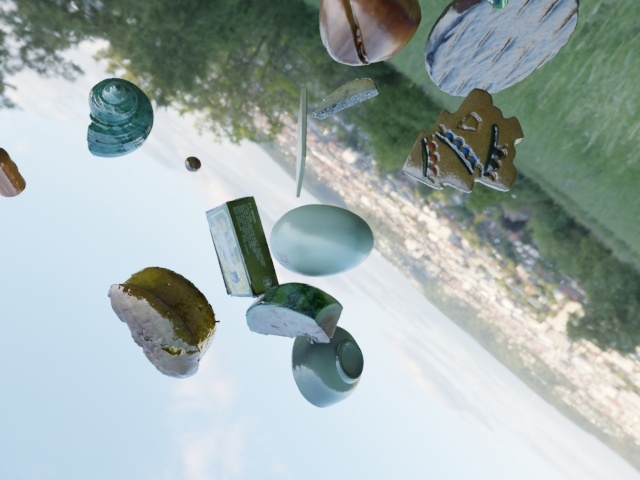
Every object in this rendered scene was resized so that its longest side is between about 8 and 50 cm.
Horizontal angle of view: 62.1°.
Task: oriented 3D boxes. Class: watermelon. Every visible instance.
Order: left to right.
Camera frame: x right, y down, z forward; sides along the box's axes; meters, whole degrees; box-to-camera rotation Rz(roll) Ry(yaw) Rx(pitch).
[{"bbox_3d":[-0.099,0.216,1.613,0.305,0.180,0.224,-2,178,34],"label":"watermelon"}]

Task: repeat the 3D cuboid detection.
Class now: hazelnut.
[{"bbox_3d":[0.074,-0.383,0.892,0.182,0.182,0.182,40,-176,-3],"label":"hazelnut"}]

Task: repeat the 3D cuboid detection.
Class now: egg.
[{"bbox_3d":[0.000,0.000,1.642,0.370,0.230,0.230,-1,153,42],"label":"egg"}]

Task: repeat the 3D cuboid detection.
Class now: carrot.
[{"bbox_3d":[-0.382,-0.229,1.566,0.048,0.048,0.216,38,178,-21],"label":"carrot"}]

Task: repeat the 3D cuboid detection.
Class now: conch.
[{"bbox_3d":[-0.510,-0.316,1.345,0.134,0.196,0.202,12,145,15],"label":"conch"}]

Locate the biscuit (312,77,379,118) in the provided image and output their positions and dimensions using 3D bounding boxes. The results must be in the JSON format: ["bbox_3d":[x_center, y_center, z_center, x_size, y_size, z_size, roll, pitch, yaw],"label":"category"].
[{"bbox_3d":[0.087,-0.508,1.855,0.038,0.289,0.141,46,-135,-33],"label":"biscuit"}]

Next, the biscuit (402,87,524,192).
[{"bbox_3d":[0.349,-0.222,1.326,0.043,0.301,0.278,23,-133,-66],"label":"biscuit"}]

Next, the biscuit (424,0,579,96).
[{"bbox_3d":[0.470,-0.543,1.409,0.407,0.407,0.091,33,-141,-61],"label":"biscuit"}]

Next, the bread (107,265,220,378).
[{"bbox_3d":[-0.393,0.216,1.441,0.340,0.179,0.194,61,-147,-18],"label":"bread"}]

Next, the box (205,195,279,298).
[{"bbox_3d":[-0.349,0.035,2.310,0.373,0.138,0.421,-10,97,63],"label":"box"}]

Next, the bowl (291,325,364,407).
[{"bbox_3d":[0.052,0.403,1.767,0.289,0.146,0.289,24,-122,-43],"label":"bowl"}]

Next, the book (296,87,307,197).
[{"bbox_3d":[-0.063,-0.317,1.727,0.020,0.296,0.208,4,148,-6],"label":"book"}]

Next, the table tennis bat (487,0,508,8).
[{"bbox_3d":[0.305,-0.489,0.955,0.160,0.039,0.257,53,-168,-21],"label":"table tennis bat"}]

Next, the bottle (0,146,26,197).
[{"bbox_3d":[-0.736,-0.179,1.206,0.069,0.069,0.187,41,153,20],"label":"bottle"}]
